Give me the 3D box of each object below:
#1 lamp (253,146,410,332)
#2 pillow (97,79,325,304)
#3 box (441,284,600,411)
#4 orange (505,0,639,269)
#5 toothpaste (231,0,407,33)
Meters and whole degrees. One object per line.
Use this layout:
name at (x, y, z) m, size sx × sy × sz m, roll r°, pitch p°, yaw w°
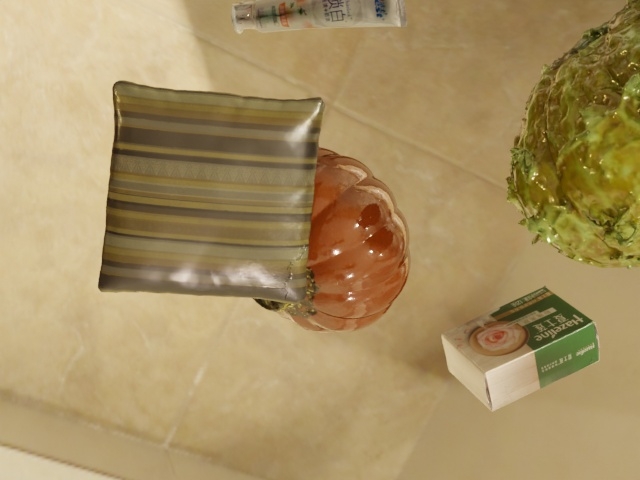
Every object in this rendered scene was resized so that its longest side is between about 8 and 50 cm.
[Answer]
lamp at (0.000, 0.000, 1.101) m, size 0.196 × 0.223 × 0.223 m, roll -37°, pitch 118°, yaw -34°
pillow at (-0.108, -0.045, 0.962) m, size 0.208 × 0.052 × 0.212 m, roll 5°, pitch 101°, yaw -9°
box at (0.302, 0.162, 1.474) m, size 0.199 × 0.135 × 0.081 m, roll -25°, pitch 118°, yaw -13°
orange at (0.305, -0.108, 0.901) m, size 0.301 × 0.300 × 0.223 m, roll -36°, pitch 94°, yaw 22°
toothpaste at (-0.004, -0.425, 1.781) m, size 0.323 × 0.066 × 0.100 m, roll -3°, pitch 112°, yaw 18°
